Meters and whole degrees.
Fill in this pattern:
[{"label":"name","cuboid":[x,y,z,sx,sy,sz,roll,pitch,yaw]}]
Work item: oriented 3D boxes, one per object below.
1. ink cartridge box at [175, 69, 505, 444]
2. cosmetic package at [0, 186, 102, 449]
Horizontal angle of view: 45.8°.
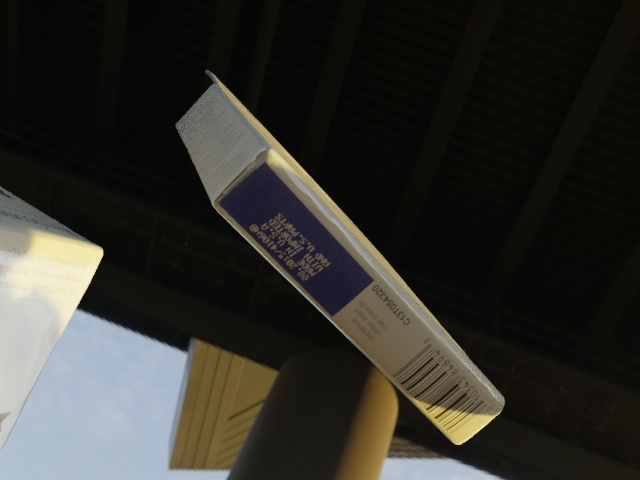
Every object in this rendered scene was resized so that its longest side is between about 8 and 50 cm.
[{"label":"ink cartridge box","cuboid":[0.000,0.000,0.731,0.071,0.330,0.324,-43,-64,3]},{"label":"cosmetic package","cuboid":[-0.264,0.022,0.439,0.184,0.151,0.151,28,-88,18]}]
